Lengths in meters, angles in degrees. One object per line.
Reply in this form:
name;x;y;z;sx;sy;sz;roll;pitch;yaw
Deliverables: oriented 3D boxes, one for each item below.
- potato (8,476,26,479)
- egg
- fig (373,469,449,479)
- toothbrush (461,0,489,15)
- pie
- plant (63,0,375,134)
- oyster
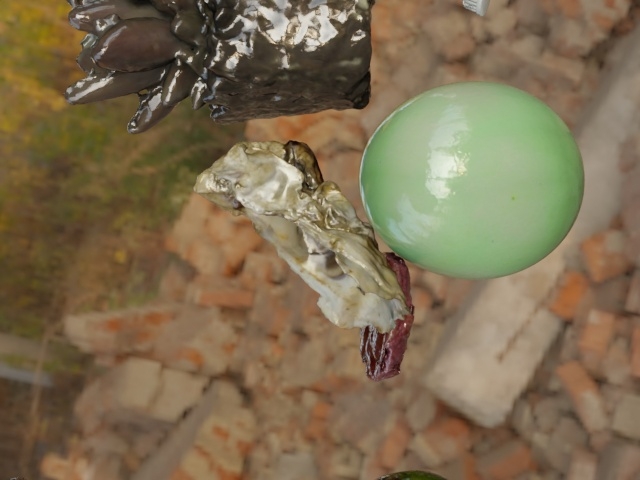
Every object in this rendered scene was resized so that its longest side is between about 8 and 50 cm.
potato;-0.431;0.362;1.555;0.300;0.246;0.196;-12;84;47
egg;0.167;-0.066;1.622;0.220;0.270;0.220;-3;85;47
fig;0.095;0.309;1.507;0.117;0.117;0.177;-92;-7;-45
toothbrush;0.176;-0.344;1.381;0.019;0.025;0.275;-23;-48;-52
pie;0.073;0.086;1.635;0.153;0.038;0.153;-175;90;-80
plant;-0.105;-0.218;1.470;0.181;0.321;0.194;90;-178;-71
oyster;-0.003;-0.010;1.378;0.107;0.233;0.161;-50;-1;-24
